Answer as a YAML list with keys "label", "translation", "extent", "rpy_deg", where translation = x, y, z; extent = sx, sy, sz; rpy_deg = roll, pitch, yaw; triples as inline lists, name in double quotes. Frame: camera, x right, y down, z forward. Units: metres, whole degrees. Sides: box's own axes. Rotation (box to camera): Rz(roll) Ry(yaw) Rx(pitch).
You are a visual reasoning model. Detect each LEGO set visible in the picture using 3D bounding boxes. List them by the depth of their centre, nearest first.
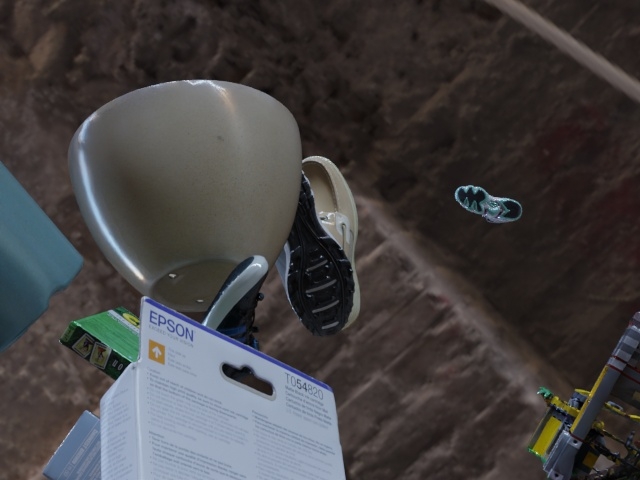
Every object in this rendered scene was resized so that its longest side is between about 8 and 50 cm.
- label: "LEGO set"
  translation: [0.373, 0.200, 1.008]
  extent: [0.192, 0.331, 0.255]
  rpy_deg: [-61, -20, 0]

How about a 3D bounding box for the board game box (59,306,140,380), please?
- label: "board game box"
  translation: [-0.117, 0.152, 0.989]
  extent: [0.030, 0.260, 0.136]
  rpy_deg: [-57, -7, 8]

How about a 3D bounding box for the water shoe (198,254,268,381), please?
- label: "water shoe"
  translation: [-0.095, 0.106, 1.116]
  extent: [0.203, 0.080, 0.073]
  rpy_deg: [-56, 6, 22]

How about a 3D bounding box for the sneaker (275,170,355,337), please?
- label: "sneaker"
  translation: [-0.027, 0.010, 1.495]
  extent: [0.100, 0.271, 0.108]
  rpy_deg: [-20, -2, -11]

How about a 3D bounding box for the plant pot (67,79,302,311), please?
- label: "plant pot"
  translation: [-0.148, -0.027, 1.218]
  extent: [0.284, 0.190, 0.284]
  rpy_deg: [-10, -28, -5]

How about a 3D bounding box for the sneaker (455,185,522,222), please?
- label: "sneaker"
  translation: [0.236, -0.046, 1.475]
  extent: [0.069, 0.098, 0.038]
  rpy_deg: [106, -174, -80]

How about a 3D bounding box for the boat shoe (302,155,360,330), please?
- label: "boat shoe"
  translation: [0.000, 0.000, 1.704]
  extent: [0.109, 0.302, 0.098]
  rpy_deg: [-10, -11, 21]

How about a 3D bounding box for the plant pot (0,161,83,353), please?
- label: "plant pot"
  translation: [-0.575, 0.003, 1.597]
  extent: [0.341, 0.334, 0.341]
  rpy_deg: [-39, 16, 14]

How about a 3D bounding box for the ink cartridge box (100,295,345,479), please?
- label: "ink cartridge box"
  translation: [-0.058, 0.177, 0.719]
  extent: [0.045, 0.223, 0.223]
  rpy_deg: [-30, -42, 27]

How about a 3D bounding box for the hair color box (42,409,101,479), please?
- label: "hair color box"
  translation: [-0.194, 0.400, 1.462]
  extent: [0.113, 0.375, 0.185]
  rpy_deg: [-56, -20, -12]
